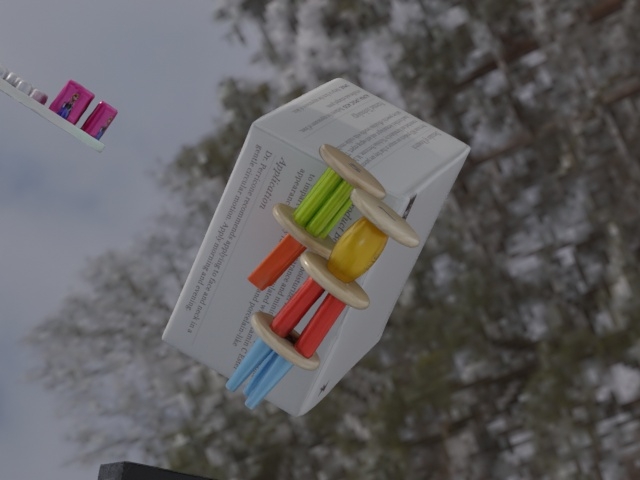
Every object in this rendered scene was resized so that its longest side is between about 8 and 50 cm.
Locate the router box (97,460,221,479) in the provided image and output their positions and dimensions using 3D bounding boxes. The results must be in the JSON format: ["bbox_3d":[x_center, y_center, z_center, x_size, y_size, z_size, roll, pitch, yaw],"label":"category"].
[{"bbox_3d":[-0.057,0.216,1.119,0.179,0.046,0.133,15,-106,-24],"label":"router box"}]

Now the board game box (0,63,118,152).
[{"bbox_3d":[-0.427,-0.252,1.791,0.390,0.050,0.390,33,179,39],"label":"board game box"}]

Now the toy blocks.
[{"bbox_3d":[-0.014,0.025,1.149,0.054,0.148,0.123,33,-167,-28],"label":"toy blocks"}]

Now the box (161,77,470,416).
[{"bbox_3d":[0.000,0.000,1.305,0.119,0.181,0.182,29,-158,11],"label":"box"}]
